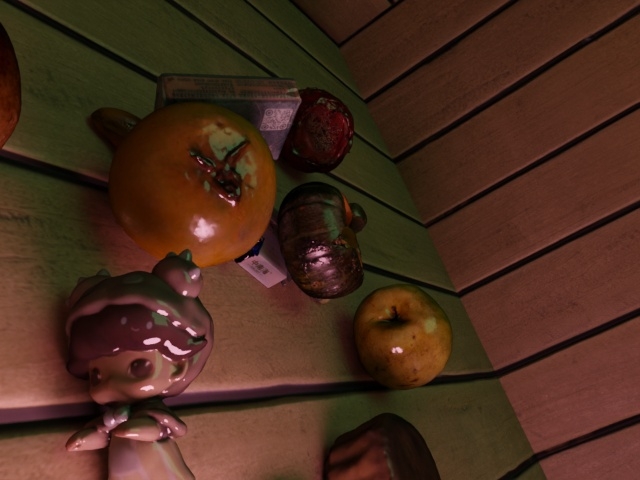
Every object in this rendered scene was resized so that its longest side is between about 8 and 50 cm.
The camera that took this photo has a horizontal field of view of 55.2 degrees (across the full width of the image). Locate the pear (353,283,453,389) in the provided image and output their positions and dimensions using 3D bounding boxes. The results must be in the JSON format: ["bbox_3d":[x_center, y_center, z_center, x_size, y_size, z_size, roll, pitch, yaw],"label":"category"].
[{"bbox_3d":[0.249,0.292,1.825,0.304,0.304,0.304,47,24,-29],"label":"pear"}]

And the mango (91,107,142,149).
[{"bbox_3d":[-0.414,-0.235,1.332,0.159,0.084,0.105,50,17,-23],"label":"mango"}]

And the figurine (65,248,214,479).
[{"bbox_3d":[-0.264,0.210,0.917,0.203,0.248,0.381,28,50,-62],"label":"figurine"}]

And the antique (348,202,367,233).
[{"bbox_3d":[0.039,-0.037,1.880,0.081,0.221,0.080,40,28,-39],"label":"antique"}]

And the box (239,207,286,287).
[{"bbox_3d":[-0.162,-0.014,1.616,0.155,0.067,0.243,45,26,-38],"label":"box"}]

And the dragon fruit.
[{"bbox_3d":[-0.021,-0.387,2.130,0.295,0.295,0.302,48,21,-27],"label":"dragon fruit"}]

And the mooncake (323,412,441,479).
[{"bbox_3d":[0.149,0.565,1.382,0.324,0.187,0.324,49,24,-31],"label":"mooncake"}]

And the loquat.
[{"bbox_3d":[-0.261,-0.104,1.228,0.328,0.359,0.328,2,86,-32],"label":"loquat"}]

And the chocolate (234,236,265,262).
[{"bbox_3d":[-0.229,-0.082,1.512,0.148,0.126,0.343,-1,56,-20],"label":"chocolate"}]

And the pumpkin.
[{"bbox_3d":[0.000,0.000,1.622,0.320,0.192,0.320,-14,90,-81],"label":"pumpkin"}]

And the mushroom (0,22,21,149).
[{"bbox_3d":[-0.593,-0.234,0.800,0.331,0.356,0.334,39,66,-46],"label":"mushroom"}]

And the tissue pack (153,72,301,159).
[{"bbox_3d":[-0.224,-0.279,1.427,0.315,0.228,0.103,-5,60,-24],"label":"tissue pack"}]

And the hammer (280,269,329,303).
[{"bbox_3d":[-0.050,0.106,1.743,0.226,0.041,0.159,45,25,-32],"label":"hammer"}]
